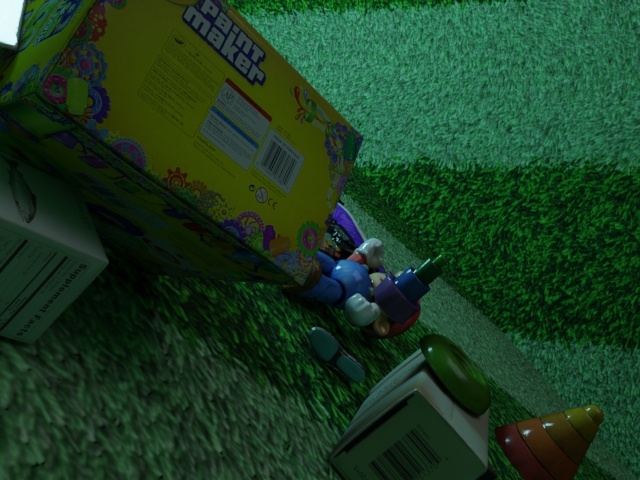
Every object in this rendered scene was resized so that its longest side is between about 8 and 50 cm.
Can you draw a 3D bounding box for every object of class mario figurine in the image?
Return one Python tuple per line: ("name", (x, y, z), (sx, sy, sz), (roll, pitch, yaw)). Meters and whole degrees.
("mario figurine", (0.081, 0.067, 1.258), (0.320, 0.198, 0.170), (27, -20, -39))

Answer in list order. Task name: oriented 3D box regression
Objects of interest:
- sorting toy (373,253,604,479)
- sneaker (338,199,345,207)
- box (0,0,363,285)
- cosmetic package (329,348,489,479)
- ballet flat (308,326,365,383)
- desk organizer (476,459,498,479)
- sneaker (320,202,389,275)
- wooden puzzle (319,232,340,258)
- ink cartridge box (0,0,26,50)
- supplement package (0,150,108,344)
("sorting toy", (0.232, 0.163, 0.916), (0.365, 0.126, 0.127), (50, 14, 9))
("sneaker", (-0.046, -0.110, 1.670), (0.225, 0.088, 0.093), (38, -8, -25))
("box", (-0.170, -0.101, 0.686), (0.279, 0.177, 0.290), (0, -30, 45))
("cosmetic package", (0.135, 0.251, 0.954), (0.129, 0.153, 0.296), (49, 12, 7))
("ballet flat", (0.020, 0.179, 1.077), (0.114, 0.041, 0.041), (45, 13, -8))
("desk organizer", (0.234, 0.360, 1.172), (0.130, 0.047, 0.050), (43, 11, -15))
("sneaker", (0.041, 0.009, 1.496), (0.293, 0.102, 0.146), (50, 14, 14))
("wooden puzzle", (0.000, 0.000, 1.175), (0.083, 0.006, 0.049), (22, 37, -27))
("ink cartridge box", (-0.412, -0.231, 0.636), (0.261, 0.066, 0.296), (10, 30, -25))
("supplement package", (-0.276, -0.010, 0.533), (0.179, 0.105, 0.105), (32, 17, -49))
